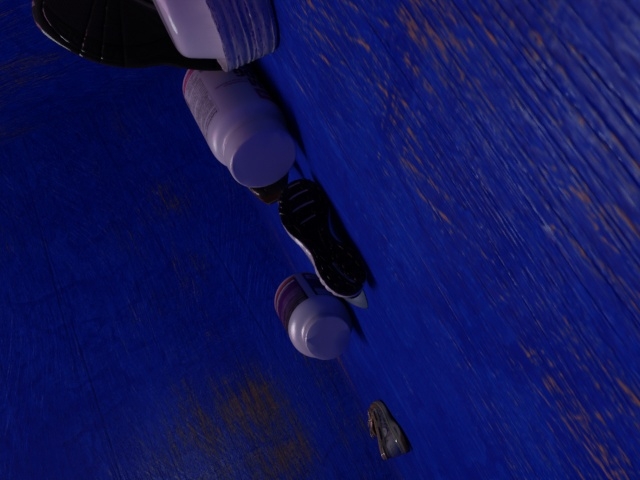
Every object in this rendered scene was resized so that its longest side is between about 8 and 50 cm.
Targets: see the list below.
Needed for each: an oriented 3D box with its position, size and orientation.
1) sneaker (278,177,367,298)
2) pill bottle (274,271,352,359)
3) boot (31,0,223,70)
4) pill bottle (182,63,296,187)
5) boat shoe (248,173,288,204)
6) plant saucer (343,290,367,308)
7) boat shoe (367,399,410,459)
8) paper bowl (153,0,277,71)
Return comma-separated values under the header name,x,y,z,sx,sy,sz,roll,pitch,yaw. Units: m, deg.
name,x,y,z,sx,sy,sz,roll,pitch,yaw
sneaker,0.000,0.000,1.183,0.272,0.100,0.108,61,178,19
pill bottle,-0.019,0.217,1.740,0.182,0.181,0.323,66,173,-19
boot,-0.342,-0.457,1.152,0.284,0.377,0.138,66,146,38
pill bottle,-0.162,-0.245,1.221,0.283,0.160,0.160,58,171,37
boat shoe,-0.137,-0.198,1.448,0.120,0.122,0.324,64,-176,-48
plant saucer,0.044,0.073,1.354,0.195,0.037,0.195,61,173,14
boat shoe,0.191,0.586,1.899,0.105,0.089,0.285,65,173,-9
paper bowl,-0.188,-0.398,0.929,0.284,0.148,0.284,63,174,11
